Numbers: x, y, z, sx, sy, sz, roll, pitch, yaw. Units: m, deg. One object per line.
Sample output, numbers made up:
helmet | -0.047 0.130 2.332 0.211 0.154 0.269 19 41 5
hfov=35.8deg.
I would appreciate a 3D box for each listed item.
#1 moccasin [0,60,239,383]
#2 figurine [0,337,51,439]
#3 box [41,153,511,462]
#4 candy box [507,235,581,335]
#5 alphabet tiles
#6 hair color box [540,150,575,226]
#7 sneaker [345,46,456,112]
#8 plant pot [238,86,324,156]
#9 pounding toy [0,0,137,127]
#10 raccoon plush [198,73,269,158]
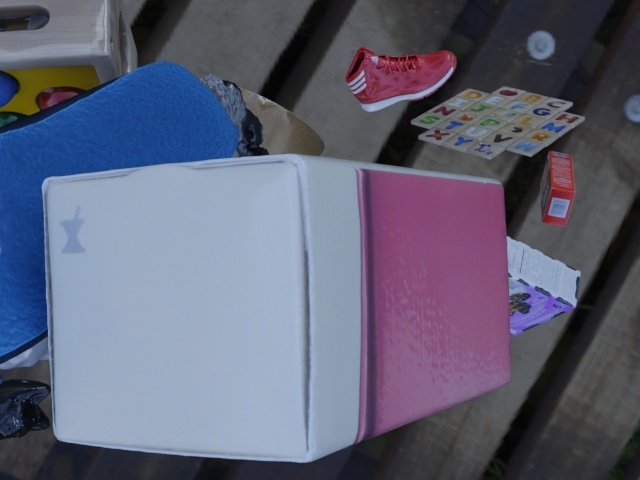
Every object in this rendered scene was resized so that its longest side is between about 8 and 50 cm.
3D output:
moccasin | -0.173 0.010 0.550 0.342 0.117 0.138 -31 86 -48
figurine | -0.353 0.117 0.940 0.209 0.092 0.215 9 138 -16
box | -0.009 0.029 0.521 0.232 0.148 0.127 -2 89 -59
candy box | 0.278 0.065 1.565 0.196 0.165 0.070 24 60 -16
alphabet tiles | 0.370 -0.251 2.068 0.342 0.285 0.011 -32 131 -41
hair color box | 0.406 -0.090 1.699 0.043 0.141 0.072 11 122 5
sneaker | 0.150 -0.339 1.963 0.221 0.087 0.128 -25 139 23
plant pot | -0.150 -0.087 1.601 0.237 0.237 0.254 27 79 -20
pounding toy | -0.171 -0.137 0.650 0.181 0.206 0.094 -4 69 -3
raccoon plush | -0.243 -0.049 1.095 0.299 0.446 0.216 -8 101 17
